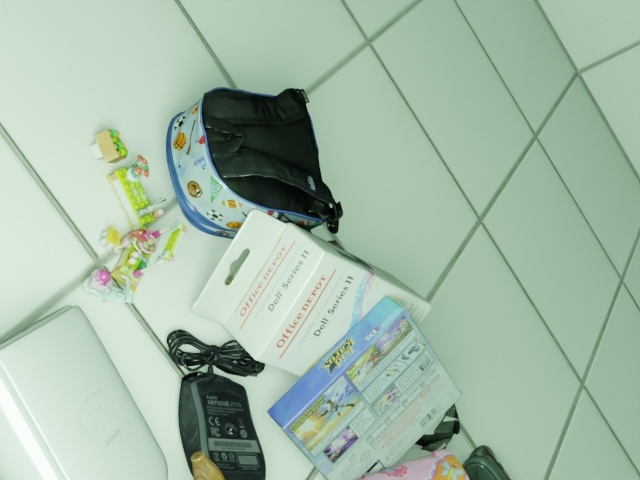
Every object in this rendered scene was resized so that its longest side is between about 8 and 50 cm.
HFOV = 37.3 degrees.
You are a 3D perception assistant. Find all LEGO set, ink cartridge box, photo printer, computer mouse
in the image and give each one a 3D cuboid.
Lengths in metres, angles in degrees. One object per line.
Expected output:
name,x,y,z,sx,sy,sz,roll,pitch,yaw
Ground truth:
LEGO set,-0.271,-0.043,1.423,0.132,0.107,0.287,22,55,-41
ink cartridge box,-0.008,0.111,1.528,0.353,0.207,0.119,27,8,-41
photo printer,-0.307,0.252,1.170,0.308,0.107,0.256,62,13,-4
computer mouse,-0.154,0.277,1.431,0.188,0.072,0.272,20,45,-40

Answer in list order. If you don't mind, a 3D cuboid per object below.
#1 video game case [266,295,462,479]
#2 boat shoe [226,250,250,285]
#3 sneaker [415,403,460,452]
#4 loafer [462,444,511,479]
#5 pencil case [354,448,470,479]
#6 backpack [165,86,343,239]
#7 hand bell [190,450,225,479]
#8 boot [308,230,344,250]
video game case,0.078,0.263,1.541,0.269,0.061,0.244,-43,128,-11
boat shoe,-0.040,0.085,1.654,0.285,0.089,0.105,27,31,-42
sneaker,0.198,0.355,1.779,0.234,0.078,0.106,-10,76,-53
loafer,0.380,0.529,1.891,0.268,0.096,0.084,59,33,-5
pencil case,0.106,0.432,1.517,0.284,0.124,0.124,-16,82,-27
backpack,-0.129,-0.126,1.553,0.263,0.213,0.277,15,51,-51
hand bell,-0.124,0.388,1.303,0.126,0.126,0.242,-48,124,-49
boot,0.000,0.000,1.769,0.114,0.037,0.107,0,84,-46
